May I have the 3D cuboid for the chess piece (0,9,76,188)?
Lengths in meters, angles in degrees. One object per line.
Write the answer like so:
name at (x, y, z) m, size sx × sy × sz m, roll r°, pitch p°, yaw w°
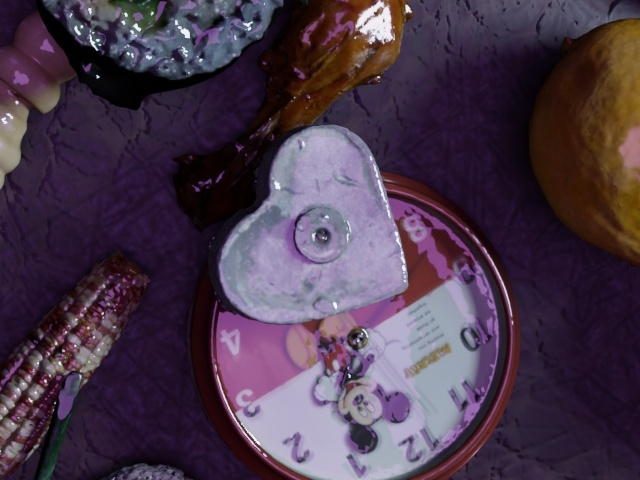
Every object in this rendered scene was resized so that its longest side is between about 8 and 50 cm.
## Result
chess piece at (-0.279, -0.135, 1.397) m, size 0.094 × 0.094 × 0.170 m, roll 39°, pitch 82°, yaw -8°

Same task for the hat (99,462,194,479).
hat at (-0.155, 0.278, 1.376) m, size 0.128 × 0.227 × 0.140 m, roll -20°, pitch 92°, yaw -5°

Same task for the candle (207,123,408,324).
candle at (0.000, 0.000, 1.371) m, size 0.168 × 0.068 × 0.192 m, roll 29°, pitch 88°, yaw -10°

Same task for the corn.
corn at (-0.245, 0.114, 1.426) m, size 0.079 × 0.079 × 0.237 m, roll 41°, pitch 85°, yaw -8°

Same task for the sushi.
sushi at (-0.144, -0.255, 1.343) m, size 0.225 × 0.219 × 0.238 m, roll -37°, pitch 123°, yaw 6°

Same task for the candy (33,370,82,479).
candy at (-0.268, 0.269, 1.412) m, size 0.097 × 0.097 × 0.324 m, roll 17°, pitch 101°, yaw -8°

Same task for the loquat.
loquat at (0.303, -0.090, 1.404) m, size 0.238 × 0.193 × 0.238 m, roll 0°, pitch 88°, yaw 10°

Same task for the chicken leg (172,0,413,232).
chicken leg at (-0.025, -0.130, 1.424) m, size 0.113 × 0.093 × 0.304 m, roll 36°, pitch 95°, yaw -21°

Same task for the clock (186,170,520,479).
clock at (0.033, 0.092, 1.449) m, size 0.318 × 0.080 × 0.319 m, roll 0°, pitch 89°, yaw -11°
